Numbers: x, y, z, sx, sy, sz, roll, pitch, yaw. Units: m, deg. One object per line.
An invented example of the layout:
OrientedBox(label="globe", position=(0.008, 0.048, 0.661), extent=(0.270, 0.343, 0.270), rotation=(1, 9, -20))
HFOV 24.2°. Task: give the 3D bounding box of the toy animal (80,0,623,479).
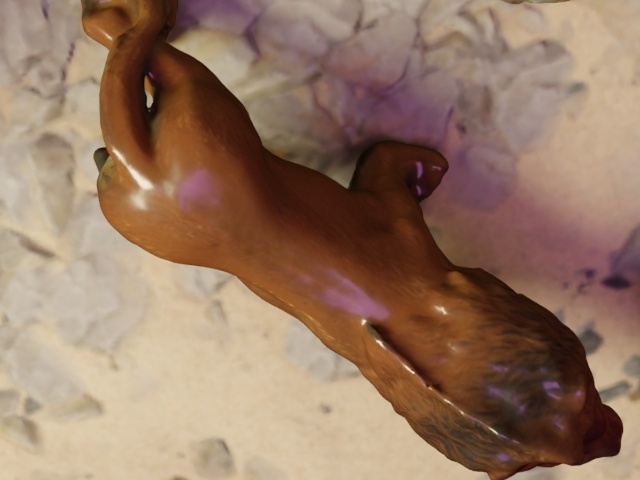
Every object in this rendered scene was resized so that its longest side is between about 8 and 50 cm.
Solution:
OrientedBox(label="toy animal", position=(0.000, 0.000, 0.627), extent=(0.312, 0.157, 0.097), rotation=(32, 105, -17))

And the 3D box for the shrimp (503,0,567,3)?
OrientedBox(label="shrimp", position=(0.123, -0.244, 0.593), extent=(0.164, 0.062, 0.317), rotation=(4, 116, -11))
